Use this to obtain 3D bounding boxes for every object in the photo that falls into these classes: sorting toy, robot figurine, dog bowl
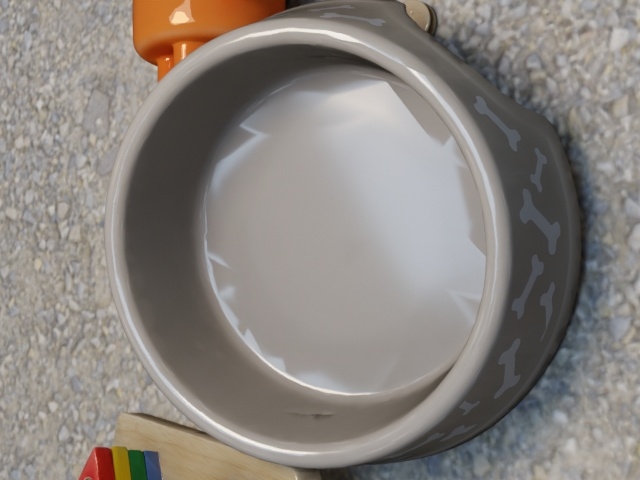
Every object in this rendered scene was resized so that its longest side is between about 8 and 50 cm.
[{"bbox_3d":[-0.129,0.277,0.995,0.257,0.089,0.255,5,86,51],"label":"sorting toy"},{"bbox_3d":[-0.092,-0.218,1.056,0.128,0.158,0.219,-2,82,15],"label":"robot figurine"},{"bbox_3d":[0.000,0.000,0.910,0.349,0.102,0.348,2,96,25],"label":"dog bowl"}]

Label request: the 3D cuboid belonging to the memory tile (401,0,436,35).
[{"bbox_3d":[0.027,-0.126,1.024,0.113,0.012,0.148,24,97,37],"label":"memory tile"}]
